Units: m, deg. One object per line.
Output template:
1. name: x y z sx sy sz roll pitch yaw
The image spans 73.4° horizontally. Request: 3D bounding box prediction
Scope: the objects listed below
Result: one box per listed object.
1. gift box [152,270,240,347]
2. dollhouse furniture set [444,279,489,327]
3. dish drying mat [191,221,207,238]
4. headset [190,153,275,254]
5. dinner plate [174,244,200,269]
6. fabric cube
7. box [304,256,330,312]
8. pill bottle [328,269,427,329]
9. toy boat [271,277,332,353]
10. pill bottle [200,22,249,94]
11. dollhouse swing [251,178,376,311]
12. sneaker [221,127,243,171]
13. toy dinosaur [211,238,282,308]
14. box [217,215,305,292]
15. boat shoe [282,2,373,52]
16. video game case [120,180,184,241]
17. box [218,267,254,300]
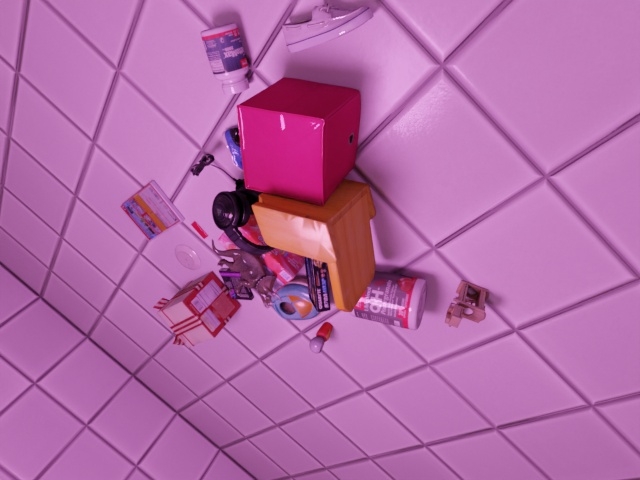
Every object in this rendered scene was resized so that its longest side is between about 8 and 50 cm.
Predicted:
1. gift box: -0.572 0.321 1.945 0.258 0.276 0.255 -25 104 40
2. dollhouse furniture set: 0.467 0.256 1.392 0.101 0.182 0.161 20 130 14
3. dish drying mat: -0.512 -0.044 1.818 0.032 0.008 0.083 -30 105 39
4. headset: -0.291 -0.122 1.490 0.185 0.243 0.394 -26 103 38
5. dinner plate: -0.609 0.082 1.957 0.141 0.017 0.141 15 130 18
6. fabric cube: -0.052 -0.289 1.224 0.258 0.258 0.254 15 128 18
7. box: -0.015 0.123 1.526 0.051 0.175 0.221 -8 102 -10
8. pill bottle: 0.196 0.193 1.496 0.318 0.176 0.176 9 127 22
9. toy boat: -0.060 0.299 1.730 0.267 0.148 0.318 -20 112 37
10. pill bottle: -0.273 -0.532 1.266 0.107 0.108 0.180 3 125 27
11. dollhouse swing: 0.000 0.000 1.318 0.315 0.347 0.305 15 120 19
12. sneaker: -0.269 -0.309 1.459 0.084 0.058 0.152 -7 113 42
13. toy dinosaur: -0.264 0.099 1.545 0.160 0.121 0.314 -23 106 27
14. box: -0.214 0.032 1.622 0.300 0.142 0.154 44 132 -6
15. boat shoe: 0.008 -0.560 1.103 0.258 0.095 0.084 -6 124 30
16. video game case: -0.735 -0.121 1.870 0.285 0.025 0.204 -22 111 37
17. box: -0.371 0.194 1.902 0.116 0.029 0.162 -1 121 30
